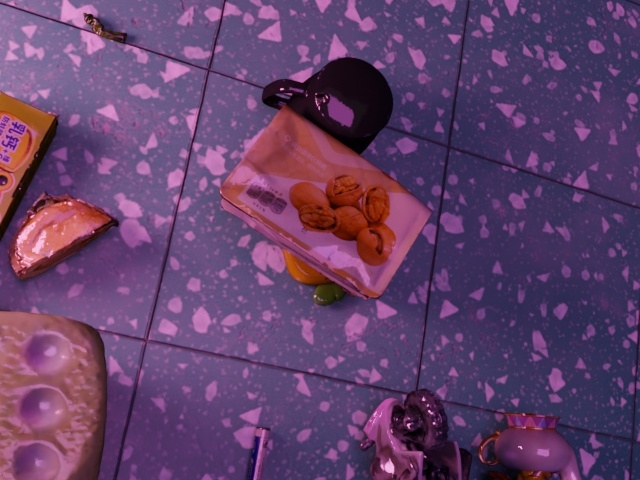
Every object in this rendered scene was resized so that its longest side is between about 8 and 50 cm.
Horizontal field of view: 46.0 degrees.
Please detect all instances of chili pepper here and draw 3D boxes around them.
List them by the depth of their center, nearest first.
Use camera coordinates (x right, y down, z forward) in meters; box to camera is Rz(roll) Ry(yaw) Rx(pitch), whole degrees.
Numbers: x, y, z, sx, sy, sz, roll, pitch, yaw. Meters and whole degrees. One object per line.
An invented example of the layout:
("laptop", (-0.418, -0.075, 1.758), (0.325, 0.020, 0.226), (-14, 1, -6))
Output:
("chili pepper", (-0.377, -0.367, 1.306), (0.083, 0.022, 0.027), (28, 104, -14))

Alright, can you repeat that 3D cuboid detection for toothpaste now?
("toothpaste", (-0.524, -0.068, 1.158), (0.110, 0.077, 0.328), (24, 72, -12))

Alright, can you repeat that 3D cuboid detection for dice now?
("dice", (-0.434, 0.244, 1.015), (0.254, 0.250, 0.252), (5, 66, -25))

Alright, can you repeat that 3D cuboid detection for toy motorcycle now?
("toy motorcycle", (0.157, 0.405, 1.282), (0.143, 0.188, 0.327), (-8, 97, -32))

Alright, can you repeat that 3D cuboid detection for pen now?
("pen", (-0.113, 0.411, 1.242), (0.025, 0.025, 0.204), (15, 75, -17))

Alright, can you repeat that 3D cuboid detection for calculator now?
("calculator", (0.000, 0.000, 1.364), (0.146, 0.032, 0.235), (-9, 81, -22))

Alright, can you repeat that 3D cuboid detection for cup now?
("cup", (0.010, -0.236, 1.340), (0.223, 0.176, 0.169), (14, 78, -18))

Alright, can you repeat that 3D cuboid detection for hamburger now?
("hamburger", (-0.417, -0.019, 1.189), (0.176, 0.087, 0.102), (-34, 81, -17))

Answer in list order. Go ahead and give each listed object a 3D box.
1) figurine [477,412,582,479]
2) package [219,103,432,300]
("figurine", (0.378, 0.447, 1.361), (0.189, 0.142, 0.264), (3, 78, 12))
("package", (-0.004, -0.042, 1.279), (0.311, 0.165, 0.221), (34, 63, -3))
